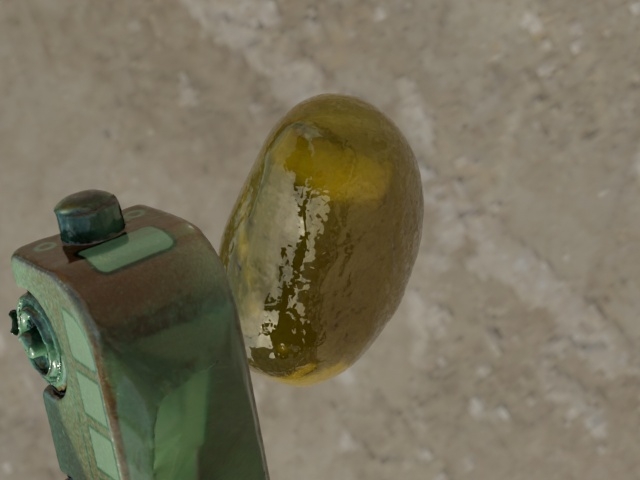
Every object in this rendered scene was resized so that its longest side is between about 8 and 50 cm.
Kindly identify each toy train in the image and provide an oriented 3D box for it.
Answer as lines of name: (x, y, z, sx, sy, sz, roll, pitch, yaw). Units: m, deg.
toy train: (-0.123, 0.125, 1.314, 0.159, 0.129, 0.326, 21, 126, 53)

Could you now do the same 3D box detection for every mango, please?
mango: (0.006, 0.000, 1.672, 0.142, 0.195, 0.332, 49, 138, 30)
